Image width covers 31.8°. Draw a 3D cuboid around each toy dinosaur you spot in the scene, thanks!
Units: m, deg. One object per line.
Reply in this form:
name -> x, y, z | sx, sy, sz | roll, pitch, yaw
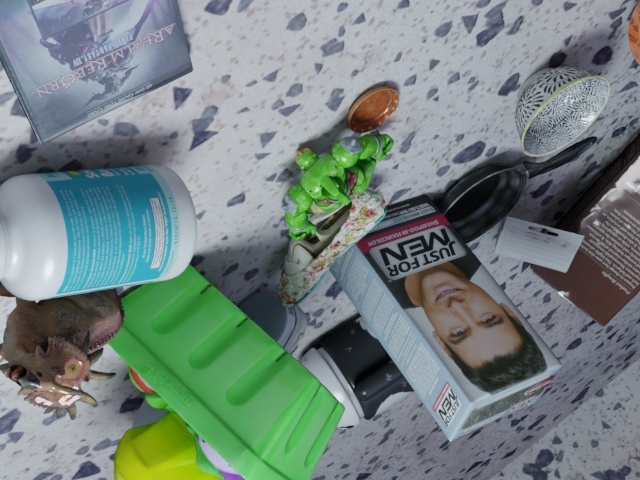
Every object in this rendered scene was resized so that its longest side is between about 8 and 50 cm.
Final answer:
toy dinosaur -> -0.309, 0.112, 1.382 | 0.296, 0.200, 0.127 | -46, 147, -47

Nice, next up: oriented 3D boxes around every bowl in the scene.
bowl -> 0.366, -0.220, 1.777 | 0.170, 0.080, 0.170 | -27, 151, -16

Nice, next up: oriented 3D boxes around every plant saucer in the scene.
plant saucer -> 0.073, -0.186, 1.584 | 0.083, 0.013, 0.083 | -25, 150, -16

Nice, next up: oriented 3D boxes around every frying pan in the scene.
frying pan -> 0.316, -0.104, 1.931 | 0.326, 0.053, 0.197 | -44, 153, 13

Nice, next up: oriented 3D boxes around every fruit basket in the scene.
fruit basket -> -0.195, 0.274, 1.627 | 0.392, 0.392, 0.283 | -35, 152, 0

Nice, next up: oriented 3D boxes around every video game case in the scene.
video game case -> -0.243, -0.228, 1.167 | 0.196, 0.026, 0.274 | -28, 150, -12

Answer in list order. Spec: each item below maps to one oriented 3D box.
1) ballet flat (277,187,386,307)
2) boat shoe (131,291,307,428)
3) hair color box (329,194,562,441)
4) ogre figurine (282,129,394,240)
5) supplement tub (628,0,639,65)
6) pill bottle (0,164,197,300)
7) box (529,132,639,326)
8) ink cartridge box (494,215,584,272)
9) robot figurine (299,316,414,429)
ballet flat -> 0.000, 0.000, 1.742 | 0.077, 0.091, 0.241 | 36, 104, -29
boat shoe -> -0.157, 0.238, 1.884 | 0.367, 0.136, 0.156 | -50, 153, 7
hair color box -> 0.186, 0.112, 1.779 | 0.185, 0.374, 0.114 | -18, 147, -29
ogre figurine -> 0.016, -0.085, 1.591 | 0.197, 0.097, 0.118 | -25, 164, 12
supplement tub -> 0.635, -0.318, 1.799 | 0.316, 0.194, 0.194 | -1, 137, -48
pill bottle -> -0.288, -0.010, 1.323 | 0.264, 0.146, 0.146 | -8, 142, -41
box -> 0.598, -0.039, 2.153 | 0.381, 0.191, 0.143 | -51, -179, 27
ink cartridge box -> 0.402, -0.007, 2.067 | 0.179, 0.145, 0.045 | 89, 18, -66
robot figurine -> 0.092, 0.232, 2.076 | 0.278, 0.174, 0.209 | -31, 149, -9
